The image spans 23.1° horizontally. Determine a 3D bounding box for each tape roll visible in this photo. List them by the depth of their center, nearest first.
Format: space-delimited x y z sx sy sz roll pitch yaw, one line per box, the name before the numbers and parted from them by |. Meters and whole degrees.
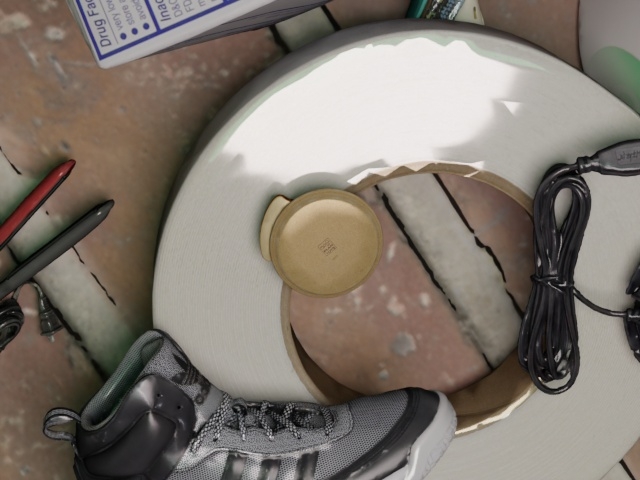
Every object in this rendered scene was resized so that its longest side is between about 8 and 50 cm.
tape roll | 0.073 0.036 1.127 0.392 0.072 0.392 -1 107 -4

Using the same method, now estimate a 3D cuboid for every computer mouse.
computer mouse | 0.265 0.011 1.074 0.262 0.060 0.184 -2 111 6

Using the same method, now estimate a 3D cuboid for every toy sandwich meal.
toy sandwich meal | 0.000 0.000 1.058 0.086 0.029 0.085 -2 108 -8

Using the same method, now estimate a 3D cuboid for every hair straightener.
hair straightener | -0.232 0.050 1.147 0.089 0.047 0.230 44 91 -7

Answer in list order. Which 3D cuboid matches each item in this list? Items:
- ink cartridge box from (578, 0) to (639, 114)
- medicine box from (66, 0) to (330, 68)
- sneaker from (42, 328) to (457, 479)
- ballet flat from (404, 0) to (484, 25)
ink cartridge box | 0.225 -0.163 1.096 0.056 0.181 0.224 -38 98 -14
medicine box | 0.004 -0.235 0.985 0.289 0.263 0.149 -19 95 21
sneaker | -0.051 0.125 1.049 0.269 0.101 0.153 -22 110 5
ballet flat | 0.084 -0.142 1.148 0.070 0.070 0.188 22 103 -7
